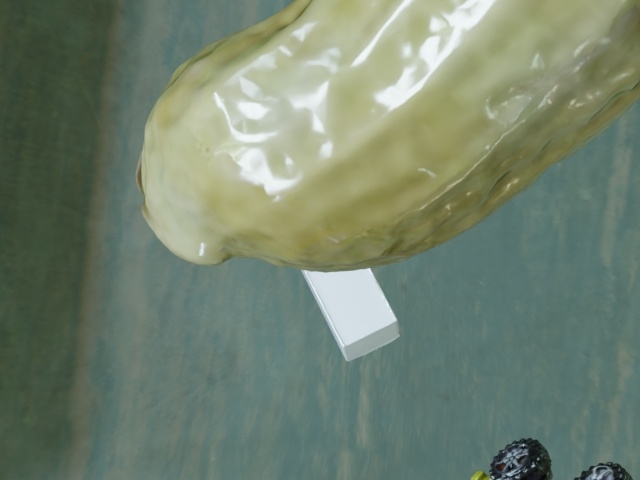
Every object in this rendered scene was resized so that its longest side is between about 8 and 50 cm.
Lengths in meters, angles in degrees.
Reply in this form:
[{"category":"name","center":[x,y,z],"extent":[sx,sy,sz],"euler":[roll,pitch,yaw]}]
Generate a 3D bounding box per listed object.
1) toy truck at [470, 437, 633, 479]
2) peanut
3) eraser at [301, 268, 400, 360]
[{"category":"toy truck","center":[0.254,0.283,1.103],"extent":[0.111,0.286,0.136],"euler":[-45,110,-23]},{"category":"peanut","center":[0.051,-0.086,0.617],"extent":[0.340,0.158,0.174],"euler":[-40,105,11]},{"category":"eraser","center":[0.000,0.000,1.442],"extent":[0.076,0.078,0.298],"euler":[-26,70,-4]}]
